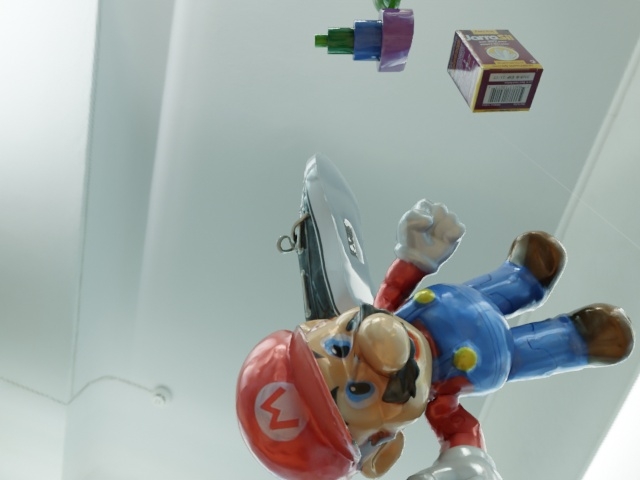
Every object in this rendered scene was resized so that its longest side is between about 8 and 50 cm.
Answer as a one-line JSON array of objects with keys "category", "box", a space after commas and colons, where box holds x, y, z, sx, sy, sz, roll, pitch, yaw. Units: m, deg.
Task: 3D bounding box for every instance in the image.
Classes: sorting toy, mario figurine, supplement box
[{"category": "sorting toy", "box": [0.035, -0.355, 0.615, 0.126, 0.127, 0.366, 0, -114, -1]}, {"category": "mario figurine", "box": [0.094, 0.073, 0.371, 0.320, 0.198, 0.170, -15, -70, -25]}, {"category": "supplement box", "box": [0.155, -0.154, 0.461, 0.055, 0.083, 0.043, -4, -46, -5]}]

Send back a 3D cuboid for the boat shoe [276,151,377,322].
[{"category": "boat shoe", "box": [0.003, 0.002, 0.739, 0.105, 0.306, 0.113, -31, -38, 25]}]
